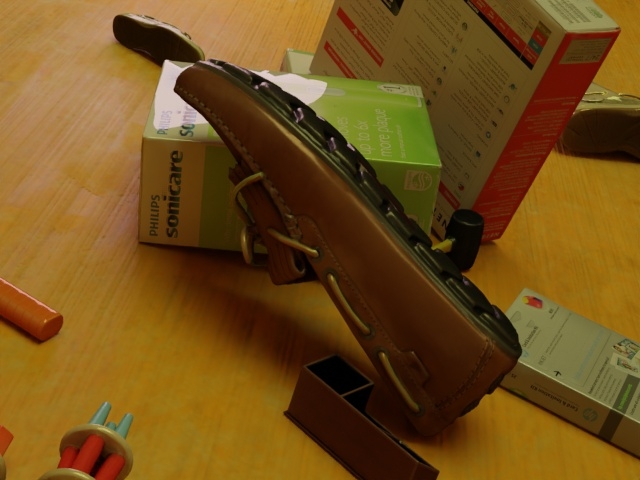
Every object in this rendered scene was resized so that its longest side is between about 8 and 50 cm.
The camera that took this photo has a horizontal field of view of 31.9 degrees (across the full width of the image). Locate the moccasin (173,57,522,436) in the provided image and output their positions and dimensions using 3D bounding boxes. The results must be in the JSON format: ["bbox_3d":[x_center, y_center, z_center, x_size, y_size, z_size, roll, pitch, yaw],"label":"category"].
[{"bbox_3d":[0.001,0.000,0.959,0.380,0.147,0.139,48,12,4],"label":"moccasin"}]

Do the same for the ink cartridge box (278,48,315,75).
[{"bbox_3d":[0.044,-0.144,1.417,0.171,0.056,0.235,8,44,-18],"label":"ink cartridge box"}]

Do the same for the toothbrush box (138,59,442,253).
[{"bbox_3d":[-0.033,-0.083,1.147,0.283,0.122,0.206,4,29,-3],"label":"toothbrush box"}]

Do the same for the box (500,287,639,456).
[{"bbox_3d":[0.254,0.124,1.069,0.186,0.038,0.145,27,29,15],"label":"box"}]

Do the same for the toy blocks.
[{"bbox_3d":[-0.192,0.149,0.744,0.123,0.054,0.148,19,28,0],"label":"toy blocks"}]

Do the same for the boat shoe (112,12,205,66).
[{"bbox_3d":[-0.208,-0.266,1.489,0.153,0.056,0.048,24,32,27],"label":"boat shoe"}]

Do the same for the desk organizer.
[{"bbox_3d":[0.036,0.148,0.882,0.130,0.050,0.047,37,33,31],"label":"desk organizer"}]

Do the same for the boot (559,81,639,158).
[{"bbox_3d":[0.434,-0.205,1.719,0.262,0.095,0.203,0,31,-23],"label":"boot"}]

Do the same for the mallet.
[{"bbox_3d":[0.100,0.027,1.167,0.190,0.062,0.039,-28,47,-35],"label":"mallet"}]

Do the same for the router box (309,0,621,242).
[{"bbox_3d":[0.141,-0.215,1.266,0.082,0.301,0.335,-10,51,-34],"label":"router box"}]

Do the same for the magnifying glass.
[{"bbox_3d":[-0.314,0.020,0.942,0.231,0.026,0.092,26,28,19],"label":"magnifying glass"}]
